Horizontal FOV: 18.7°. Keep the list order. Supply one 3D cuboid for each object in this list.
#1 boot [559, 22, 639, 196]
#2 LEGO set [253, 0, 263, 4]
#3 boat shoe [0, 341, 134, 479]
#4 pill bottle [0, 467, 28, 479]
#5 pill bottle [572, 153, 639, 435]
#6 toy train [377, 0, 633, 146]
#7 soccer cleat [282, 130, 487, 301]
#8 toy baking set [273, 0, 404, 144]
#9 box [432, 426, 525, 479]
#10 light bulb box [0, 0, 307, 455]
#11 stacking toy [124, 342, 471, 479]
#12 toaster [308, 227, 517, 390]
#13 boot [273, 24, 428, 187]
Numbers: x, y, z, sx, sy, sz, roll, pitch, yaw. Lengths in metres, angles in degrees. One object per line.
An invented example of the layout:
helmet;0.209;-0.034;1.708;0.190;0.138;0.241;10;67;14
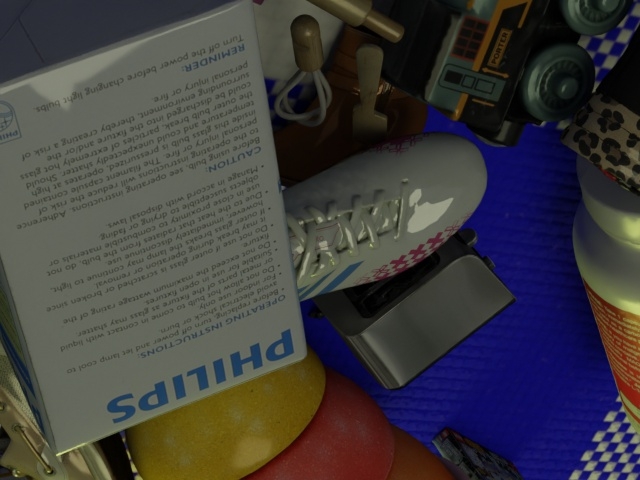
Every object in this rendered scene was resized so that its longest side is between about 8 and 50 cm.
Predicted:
boot;0.402;-0.141;1.811;0.377;0.138;0.284;27;97;-44
LEGO set;-0.018;-0.296;1.654;0.093;0.087;0.227;18;114;-39
boat shoe;-0.265;0.179;1.876;0.098;0.109;0.302;-24;120;5
pill bottle;-0.347;0.290;1.927;0.215;0.117;0.117;-7;129;-24
pill bottle;0.397;0.041;2.067;0.229;0.229;0.408;-30;135;-5
toy train;0.179;-0.247;1.749;0.190;0.142;0.334;12;108;-31
soccer cleat;0.000;0.000;1.723;0.331;0.143;0.116;-24;92;-1
toy baking set;-0.024;-0.173;1.700;0.256;0.030;0.197;25;146;-18
box;0.196;0.274;2.241;0.027;0.094;0.137;-47;134;12
light bulb box;-0.191;-0.099;1.526;0.225;0.358;0.361;-20;134;-13
stacking toy;-0.074;0.185;1.926;0.350;0.350;0.480;-30;117;-5
toaster;0.072;0.041;1.930;0.185;0.168;0.110;-38;132;2
boot;0.010;-0.129;1.829;0.197;0.073;0.152;-1;118;-27
